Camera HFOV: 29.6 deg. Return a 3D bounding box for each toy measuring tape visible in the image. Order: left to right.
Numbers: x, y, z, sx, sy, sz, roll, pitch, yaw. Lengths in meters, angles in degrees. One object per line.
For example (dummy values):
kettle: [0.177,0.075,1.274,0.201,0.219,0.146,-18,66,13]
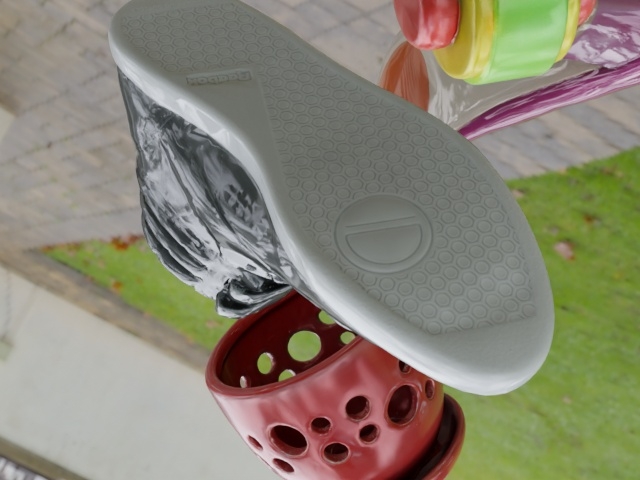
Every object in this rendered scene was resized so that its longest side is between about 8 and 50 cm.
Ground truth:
toy measuring tape: [0.115,-0.137,0.645,0.121,0.121,0.330,31,-177,-17]

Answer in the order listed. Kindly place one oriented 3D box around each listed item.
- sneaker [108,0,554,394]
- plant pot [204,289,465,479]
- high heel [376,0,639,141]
sneaker: [0.000,0.000,0.613,0.296,0.104,0.147,42,150,32]
plant pot: [0.019,0.138,1.056,0.191,0.191,0.174,6,129,52]
high heel: [0.193,-0.149,1.060,0.181,0.127,0.377,-2,176,-26]
